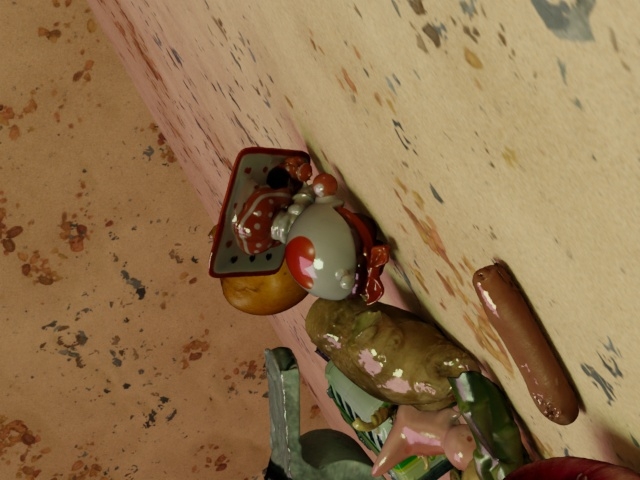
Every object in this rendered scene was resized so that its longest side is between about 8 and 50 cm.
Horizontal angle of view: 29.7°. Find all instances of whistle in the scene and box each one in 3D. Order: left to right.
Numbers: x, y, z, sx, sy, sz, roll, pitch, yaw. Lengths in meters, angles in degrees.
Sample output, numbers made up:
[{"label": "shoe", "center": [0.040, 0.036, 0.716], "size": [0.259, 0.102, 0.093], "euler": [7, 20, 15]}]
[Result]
[{"label": "whistle", "center": [-0.024, 0.378, 2.037], "size": [0.405, 0.188, 0.168], "euler": [56, 175, -17]}]

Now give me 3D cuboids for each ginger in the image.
[{"label": "ginger", "center": [0.111, 0.162, 1.580], "size": [0.219, 0.123, 0.270], "euler": [40, 175, -35]}]

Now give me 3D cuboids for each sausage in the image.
[{"label": "sausage", "center": [0.197, 0.104, 1.143], "size": [0.186, 0.043, 0.043], "euler": [59, 171, -18]}]

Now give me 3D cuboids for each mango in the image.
[{"label": "mango", "center": [-0.091, 0.008, 2.031], "size": [0.199, 0.201, 0.350], "euler": [20, 160, 0]}]

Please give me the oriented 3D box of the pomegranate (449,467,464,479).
[{"label": "pomegranate", "center": [0.244, 0.450, 1.880], "size": [0.159, 0.159, 0.205], "euler": [80, 180, -70]}]

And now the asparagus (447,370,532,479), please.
[{"label": "asparagus", "center": [0.228, 0.281, 1.465], "size": [0.080, 0.080, 0.287], "euler": [-165, 57, -78]}]

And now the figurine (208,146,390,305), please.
[{"label": "figurine", "center": [0.000, 0.000, 1.563], "size": [0.226, 0.184, 0.160], "euler": [24, -165, 35]}]

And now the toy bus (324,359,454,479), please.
[{"label": "toy bus", "center": [0.111, 0.269, 1.952], "size": [0.165, 0.133, 0.276], "euler": [60, 170, -28]}]

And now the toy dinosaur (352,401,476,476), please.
[{"label": "toy dinosaur", "center": [0.157, 0.284, 1.699], "size": [0.177, 0.194, 0.152], "euler": [-95, -12, -59]}]

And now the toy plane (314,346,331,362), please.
[{"label": "toy plane", "center": [0.087, 0.232, 2.155], "size": [0.197, 0.078, 0.053], "euler": [39, 165, 14]}]

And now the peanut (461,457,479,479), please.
[{"label": "peanut", "center": [0.251, 0.365, 1.616], "size": [0.263, 0.101, 0.117], "euler": [68, -178, -56]}]

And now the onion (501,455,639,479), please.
[{"label": "onion", "center": [0.280, 0.320, 1.128], "size": [0.227, 0.120, 0.284], "euler": [25, 136, 49]}]
